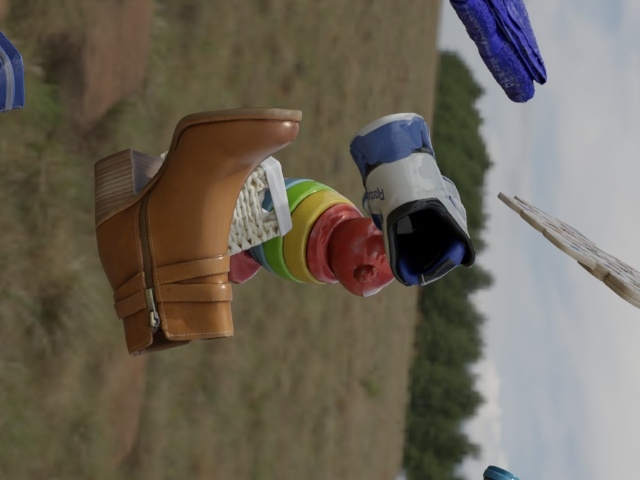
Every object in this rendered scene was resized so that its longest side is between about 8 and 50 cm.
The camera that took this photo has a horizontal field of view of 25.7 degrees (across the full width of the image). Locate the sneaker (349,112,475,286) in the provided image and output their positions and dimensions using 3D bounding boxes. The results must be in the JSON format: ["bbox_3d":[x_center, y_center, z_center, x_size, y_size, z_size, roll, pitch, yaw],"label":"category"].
[{"bbox_3d":[0.123,-0.012,1.782,0.315,0.127,0.182,56,17,-64],"label":"sneaker"}]

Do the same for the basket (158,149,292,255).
[{"bbox_3d":[-0.129,-0.066,1.855,0.167,0.103,0.113,33,-38,47],"label":"basket"}]

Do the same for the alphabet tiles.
[{"bbox_3d":[0.352,0.030,1.766,0.021,0.278,0.284,-57,-146,10],"label":"alphabet tiles"}]

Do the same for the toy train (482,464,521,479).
[{"bbox_3d":[0.275,0.386,1.785,0.105,0.248,0.143,38,74,-42],"label":"toy train"}]

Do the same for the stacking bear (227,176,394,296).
[{"bbox_3d":[0.000,0.000,2.047,0.175,0.289,0.164,-34,127,-34],"label":"stacking bear"}]

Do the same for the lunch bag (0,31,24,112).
[{"bbox_3d":[-0.324,-0.165,1.344,0.098,0.065,0.067,46,-41,39],"label":"lunch bag"}]

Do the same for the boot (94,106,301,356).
[{"bbox_3d":[-0.120,-0.009,1.442,0.109,0.283,0.220,11,65,-58],"label":"boot"}]

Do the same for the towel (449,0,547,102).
[{"bbox_3d":[0.253,-0.364,2.059,0.308,0.076,0.227,45,35,-56],"label":"towel"}]
